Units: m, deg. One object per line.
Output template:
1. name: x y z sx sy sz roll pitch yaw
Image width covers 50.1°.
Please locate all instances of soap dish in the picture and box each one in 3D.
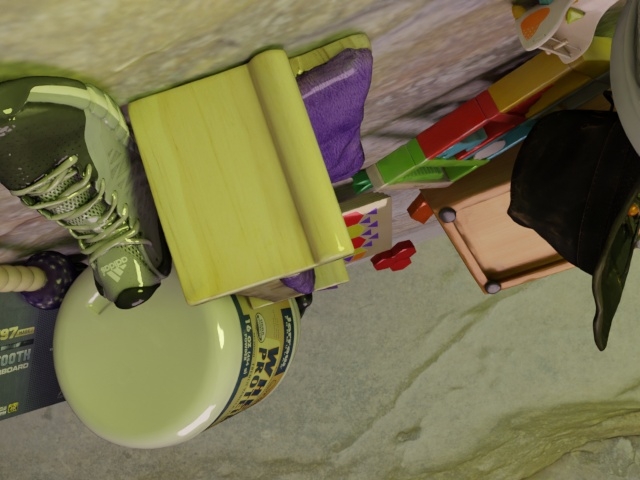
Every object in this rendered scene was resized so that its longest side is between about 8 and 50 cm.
1. soap dish: 0.302 -0.053 0.951 0.290 0.229 0.118 -21 -145 23

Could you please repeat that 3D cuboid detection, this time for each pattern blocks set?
1. pattern blocks set: 0.041 -0.009 1.060 0.285 0.026 0.325 -15 152 -11

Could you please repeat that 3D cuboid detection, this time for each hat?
1. hat: 0.275 -0.059 0.717 0.133 0.332 0.331 17 -172 24

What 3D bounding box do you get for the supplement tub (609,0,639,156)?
1. supplement tub: 0.295 -0.130 0.295 0.235 0.236 0.325 -17 173 -5

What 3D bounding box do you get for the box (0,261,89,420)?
1. box: -0.389 0.130 0.853 0.059 0.184 0.232 21 -165 31

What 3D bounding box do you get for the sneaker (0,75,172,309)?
1. sneaker: -0.150 -0.019 0.463 0.086 0.132 0.228 -19 173 7

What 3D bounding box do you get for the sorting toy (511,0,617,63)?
1. sorting toy: 0.191 -0.174 0.508 0.075 0.045 0.083 -32 165 36

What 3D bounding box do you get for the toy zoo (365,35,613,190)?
1. toy zoo: 0.211 -0.138 0.744 0.293 0.030 0.192 -32 167 33

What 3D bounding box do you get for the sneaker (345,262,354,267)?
1. sneaker: 0.000 0.000 1.160 0.262 0.099 0.121 -16 168 -26

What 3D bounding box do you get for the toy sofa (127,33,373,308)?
1. toy sofa: -0.021 -0.032 0.620 0.177 0.150 0.362 -17 173 0

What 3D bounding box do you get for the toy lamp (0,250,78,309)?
1. toy lamp: -0.336 0.038 0.672 0.080 0.080 0.275 -18 172 4

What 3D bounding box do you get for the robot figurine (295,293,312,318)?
1. robot figurine: -0.137 0.116 1.357 0.278 0.209 0.174 -24 -154 42

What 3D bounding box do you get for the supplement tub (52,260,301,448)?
1. supplement tub: -0.160 0.122 0.884 0.228 0.228 0.316 -19 173 14
